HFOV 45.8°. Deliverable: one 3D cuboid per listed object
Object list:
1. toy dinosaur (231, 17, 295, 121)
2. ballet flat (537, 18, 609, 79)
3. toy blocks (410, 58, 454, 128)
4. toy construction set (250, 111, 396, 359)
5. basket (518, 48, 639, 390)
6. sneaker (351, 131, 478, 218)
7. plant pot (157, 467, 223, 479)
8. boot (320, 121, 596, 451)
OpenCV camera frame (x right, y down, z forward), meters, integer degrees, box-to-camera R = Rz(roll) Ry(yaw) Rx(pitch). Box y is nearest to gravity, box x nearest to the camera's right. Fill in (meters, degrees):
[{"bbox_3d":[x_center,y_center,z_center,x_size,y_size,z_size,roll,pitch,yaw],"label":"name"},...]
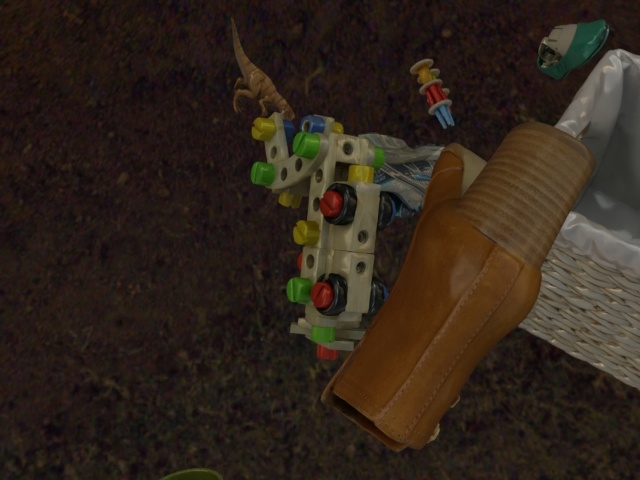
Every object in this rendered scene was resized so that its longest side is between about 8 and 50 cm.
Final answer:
[{"bbox_3d":[-0.126,-0.302,1.420,0.112,0.064,0.211,-32,102,31],"label":"toy dinosaur"},{"bbox_3d":[0.472,-0.371,1.466,0.087,0.247,0.083,21,88,2],"label":"ballet flat"},{"bbox_3d":[0.250,-0.298,1.607,0.054,0.123,0.148,-26,76,17],"label":"toy blocks"},{"bbox_3d":[0.000,0.000,0.936,0.151,0.215,0.328,-12,100,-34],"label":"toy construction set"},{"bbox_3d":[0.425,-0.010,0.957,0.331,0.328,0.266,28,148,18],"label":"basket"},{"bbox_3d":[0.146,-0.093,1.229,0.282,0.110,0.122,4,85,-29],"label":"sneaker"},{"bbox_3d":[-0.124,0.274,0.721,0.083,0.083,0.079,-11,104,4],"label":"plant pot"},{"bbox_3d":[0.079,0.037,0.541,0.104,0.295,0.211,35,87,4],"label":"boot"}]
